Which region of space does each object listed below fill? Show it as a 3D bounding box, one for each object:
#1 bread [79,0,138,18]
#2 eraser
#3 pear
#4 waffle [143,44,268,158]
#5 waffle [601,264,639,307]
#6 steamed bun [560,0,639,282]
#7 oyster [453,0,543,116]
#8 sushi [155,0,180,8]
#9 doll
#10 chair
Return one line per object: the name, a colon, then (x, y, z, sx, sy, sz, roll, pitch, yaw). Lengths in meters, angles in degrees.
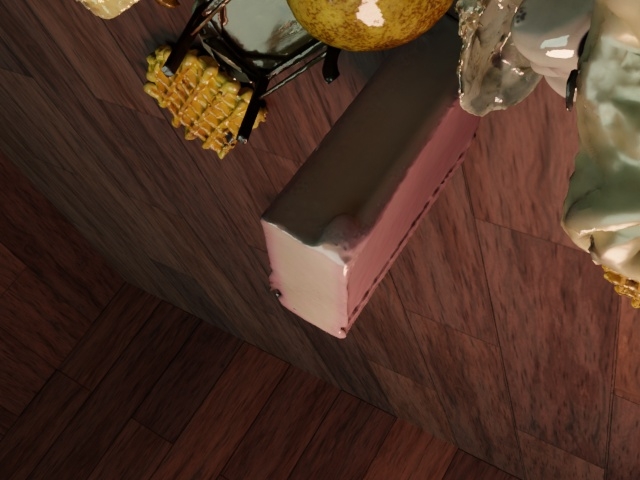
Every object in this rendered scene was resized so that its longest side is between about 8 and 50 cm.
bread: (-0.388, -0.547, 1.060, 0.345, 0.242, 0.405, 47, -171, -38)
eraser: (0.080, -0.077, 0.917, 0.122, 0.359, 0.272, 30, 157, 13)
pear: (0.055, -0.295, 0.730, 0.197, 0.197, 0.197, 29, 158, 13)
waffle: (-0.212, -0.257, 1.366, 0.309, 0.065, 0.283, 25, 155, 31)
waffle: (0.501, 0.060, 1.039, 0.191, 0.038, 0.191, 29, 159, 13)
steamed bun: (0.324, -0.126, 0.499, 0.237, 0.346, 0.394, 14, 169, 30)
oyster: (0.193, -0.237, 0.742, 0.199, 0.087, 0.252, -36, 136, 23)
sushi: (-0.199, -0.410, 0.840, 0.204, 0.200, 0.213, 37, 158, -17)
doll: (0.254, -0.195, 0.691, 0.107, 0.110, 0.181, 27, -178, 32)
chair: (-0.068, -0.289, 0.920, 0.186, 0.319, 0.160, -31, 121, 31)
